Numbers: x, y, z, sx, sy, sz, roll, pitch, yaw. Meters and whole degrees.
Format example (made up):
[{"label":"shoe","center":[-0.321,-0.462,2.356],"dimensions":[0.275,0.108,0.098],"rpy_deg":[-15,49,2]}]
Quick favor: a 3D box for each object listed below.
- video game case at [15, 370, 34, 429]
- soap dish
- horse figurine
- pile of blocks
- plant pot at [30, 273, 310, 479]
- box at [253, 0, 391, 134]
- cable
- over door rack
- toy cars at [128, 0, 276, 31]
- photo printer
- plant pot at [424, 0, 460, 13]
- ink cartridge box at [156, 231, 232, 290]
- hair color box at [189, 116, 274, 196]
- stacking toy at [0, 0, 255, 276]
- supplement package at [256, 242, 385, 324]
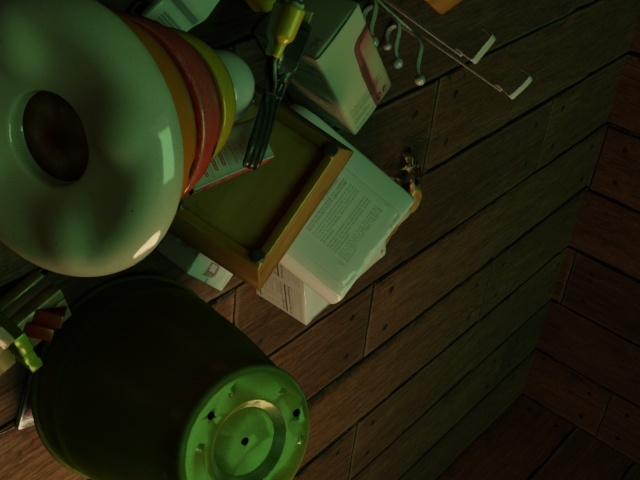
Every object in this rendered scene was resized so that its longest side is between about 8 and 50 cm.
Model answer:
[{"label":"video game case","center":[-0.457,0.252,1.512],"dimensions":[0.087,0.011,0.122],"rpy_deg":[-7,122,-55]},{"label":"soap dish","center":[-0.113,-0.098,1.503],"dimensions":[0.291,0.229,0.118],"rpy_deg":[-56,-178,-7]},{"label":"horse figurine","center":[0.169,-0.084,2.124],"dimensions":[0.263,0.066,0.174],"rpy_deg":[-56,145,-3]},{"label":"pile of blocks","center":[-0.492,0.171,1.282],"dimensions":[0.362,0.112,0.149],"rpy_deg":[-24,135,-45]},{"label":"plant pot","center":[-0.214,0.267,1.439],"dimensions":[0.366,0.353,0.366],"rpy_deg":[-10,106,-38]},{"label":"box","center":[0.009,-0.316,1.583],"dimensions":[0.127,0.148,0.232],"rpy_deg":[-54,150,-12]},{"label":"cable","center":[-0.083,-0.248,1.389],"dimensions":[0.072,0.139,0.287],"rpy_deg":[23,85,-16]},{"label":"over door rack","center":[0.195,-0.349,1.661],"dimensions":[0.239,0.324,0.108],"rpy_deg":[16,102,-60]},{"label":"toy cars","center":[-0.115,-0.406,1.374],"dimensions":[0.393,0.087,0.176],"rpy_deg":[-32,140,-40]},{"label":"photo printer","center":[-0.019,-0.075,1.642],"dimensions":[0.256,0.307,0.107],"rpy_deg":[-54,-169,-11]},{"label":"plant pot","center":[0.204,-0.538,1.588],"dimensions":[0.203,0.291,0.291],"rpy_deg":[-49,153,15]},{"label":"ink cartridge box","center":[-0.220,0.033,1.602],"dimensions":[0.052,0.088,0.122],"rpy_deg":[-55,150,-3]},{"label":"hair color box","center":[-0.151,-0.130,1.407],"dimensions":[0.141,0.072,0.043],"rpy_deg":[-24,178,-19]},{"label":"stacking toy","center":[-0.224,-0.186,1.228],"dimensions":[0.480,0.350,0.351],"rpy_deg":[-37,145,-57]},{"label":"supplement package","center":[0.000,0.000,1.855],"dimensions":[0.262,0.145,0.204],"rpy_deg":[-40,145,-32]}]
